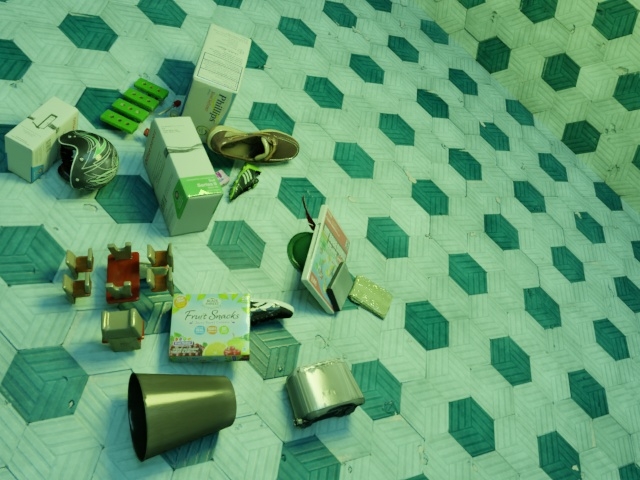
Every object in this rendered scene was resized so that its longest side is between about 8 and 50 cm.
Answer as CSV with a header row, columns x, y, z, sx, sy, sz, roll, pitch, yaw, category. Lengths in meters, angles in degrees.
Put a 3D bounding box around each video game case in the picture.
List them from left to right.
x,y,z,sx,sy,sz,roll,pitch,yaw,category
0.023,0.058,1.782,0.204,0.025,0.285,55,40,-45,video game case

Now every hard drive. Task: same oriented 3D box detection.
x,y,z,sx,sy,sz,roll,pitch,yaw,category
0.063,0.145,1.792,0.135,0.022,0.094,-60,137,-48,hard drive

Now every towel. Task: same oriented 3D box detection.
x,y,z,sx,sy,sz,roll,pitch,yaw,category
0.169,0.183,1.873,0.148,0.027,0.110,31,49,-7,towel

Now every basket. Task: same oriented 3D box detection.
x,y,z,sx,sy,sz,roll,pitch,yaw,category
-0.332,0.409,1.373,0.227,0.154,0.204,0,60,-33,basket

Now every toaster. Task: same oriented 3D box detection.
x,y,z,sx,sy,sz,roll,pitch,yaw,category
0.001,0.419,1.561,0.227,0.129,0.146,-7,59,-30,toaster

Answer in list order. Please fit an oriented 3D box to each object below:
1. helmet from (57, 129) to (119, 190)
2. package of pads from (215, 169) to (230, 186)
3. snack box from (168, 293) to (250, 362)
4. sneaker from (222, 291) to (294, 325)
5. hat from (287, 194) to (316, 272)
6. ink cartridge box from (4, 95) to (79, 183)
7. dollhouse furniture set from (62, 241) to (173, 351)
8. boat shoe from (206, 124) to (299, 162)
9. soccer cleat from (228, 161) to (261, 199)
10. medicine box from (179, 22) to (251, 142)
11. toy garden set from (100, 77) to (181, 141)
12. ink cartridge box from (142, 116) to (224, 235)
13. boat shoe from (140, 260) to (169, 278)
x,y,z,sx,sy,sz,roll,pitch,yaw,category
-0.658,-0.223,1.605,0.161,0.169,0.169,37,48,17,helmet
-0.341,-0.192,1.841,0.050,0.032,0.083,47,50,4,package of pads
-0.292,0.233,1.513,0.207,0.070,0.174,1,63,-6,snack box
-0.187,0.230,1.622,0.217,0.079,0.121,12,57,-12,sneaker
0.000,0.000,1.799,0.209,0.183,0.173,17,53,-18,hat
-0.778,-0.284,1.587,0.086,0.148,0.203,29,49,-5,ink cartridge box
-0.511,0.140,1.460,0.262,0.135,0.259,-4,57,-10,dollhouse furniture set
-0.205,-0.307,1.894,0.342,0.123,0.123,4,25,-37,boat shoe
-0.247,-0.192,1.876,0.072,0.060,0.179,30,47,-10,soccer cleat
-0.359,-0.519,1.897,0.149,0.263,0.289,19,52,-16,medicine box
-0.562,-0.411,1.850,0.204,0.049,0.244,25,49,-1,toy garden set
-0.416,-0.193,1.683,0.122,0.211,0.289,-12,66,-33,ink cartridge box
-0.490,0.080,1.572,0.137,0.049,0.043,5,18,-14,boat shoe
